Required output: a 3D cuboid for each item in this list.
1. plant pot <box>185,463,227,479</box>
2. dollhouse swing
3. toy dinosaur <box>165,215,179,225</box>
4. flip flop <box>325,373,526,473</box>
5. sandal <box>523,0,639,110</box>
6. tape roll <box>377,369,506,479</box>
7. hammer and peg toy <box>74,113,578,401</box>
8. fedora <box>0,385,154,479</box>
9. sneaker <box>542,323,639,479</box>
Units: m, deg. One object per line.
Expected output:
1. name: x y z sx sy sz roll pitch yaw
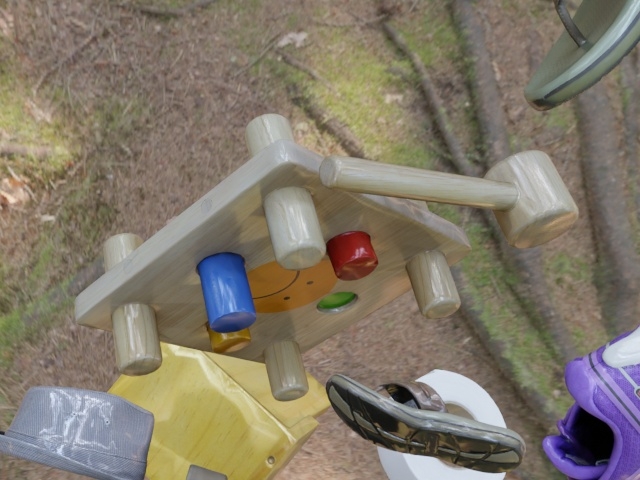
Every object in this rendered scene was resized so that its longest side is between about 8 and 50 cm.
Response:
1. plant pot: -0.111 0.539 1.220 0.280 0.323 0.323 17 72 -4
2. dollhouse swing: -0.197 0.351 1.645 0.347 0.305 0.315 39 88 15
3. toy dinosaur: -0.179 -0.046 1.621 0.200 0.296 0.127 -13 79 -36
4. flip flop: 0.141 0.236 1.086 0.277 0.112 0.080 13 51 11
5. sandal: 0.228 -0.242 0.621 0.086 0.120 0.302 24 96 -7
6. tape roll: 0.267 0.432 1.740 0.286 0.100 0.286 11 60 -21
7. hammer and peg toy: 0.000 0.000 0.658 0.266 0.361 0.127 21 44 -45
8. fedora: -0.352 0.292 1.219 0.275 0.244 0.124 20 73 -12
9. sneaker: 0.138 0.096 0.363 0.071 0.170 0.068 -18 39 4
